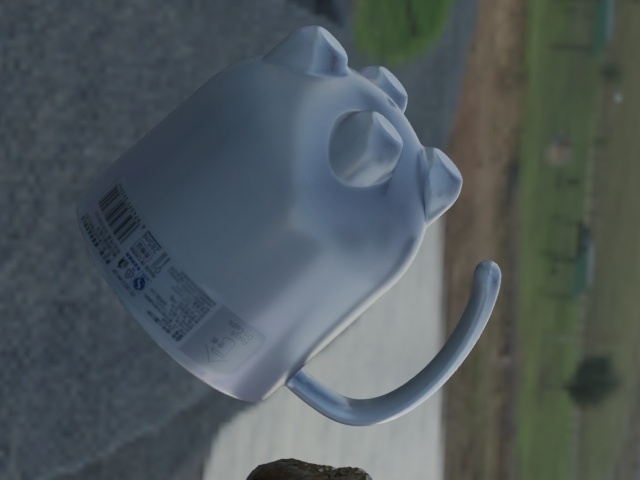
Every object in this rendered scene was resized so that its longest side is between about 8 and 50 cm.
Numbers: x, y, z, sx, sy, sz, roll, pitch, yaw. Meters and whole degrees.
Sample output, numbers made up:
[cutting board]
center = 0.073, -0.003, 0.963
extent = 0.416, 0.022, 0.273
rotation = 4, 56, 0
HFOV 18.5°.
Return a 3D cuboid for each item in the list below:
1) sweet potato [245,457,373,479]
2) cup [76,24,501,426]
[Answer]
[sweet potato]
center = 0.011, 0.150, 0.975
extent = 0.068, 0.060, 0.206
rotation = -52, -144, 0
[cup]
center = -0.007, -0.003, 0.919
extent = 0.173, 0.142, 0.134
rotation = 55, 16, 17
